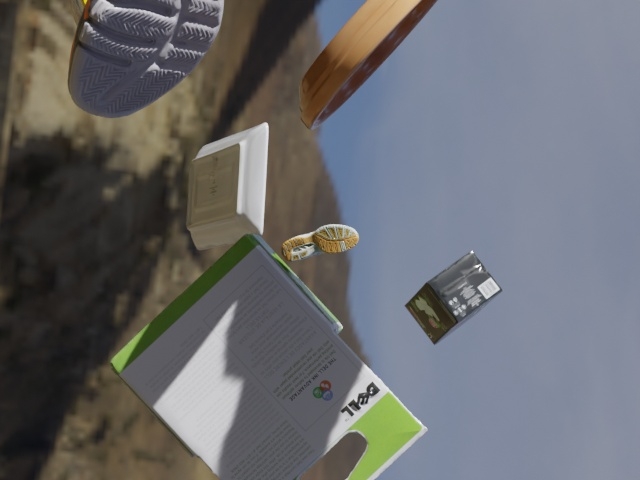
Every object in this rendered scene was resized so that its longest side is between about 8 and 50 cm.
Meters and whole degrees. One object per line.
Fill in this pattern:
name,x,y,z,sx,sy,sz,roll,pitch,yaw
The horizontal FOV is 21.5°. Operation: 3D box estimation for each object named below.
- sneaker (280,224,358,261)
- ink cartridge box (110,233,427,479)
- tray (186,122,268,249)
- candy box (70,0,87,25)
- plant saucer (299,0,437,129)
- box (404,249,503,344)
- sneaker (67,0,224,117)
sneaker,0.000,0.000,1.764,0.037,0.083,0.032,-38,117,-80
ink cartridge box,-0.048,0.148,1.639,0.189,0.255,0.097,-43,177,3
tray,-0.127,-0.067,2.178,0.270,0.030,0.145,170,-75,-68
candy box,-0.244,-0.235,1.819,0.206,0.027,0.105,130,-61,-80
plant saucer,0.046,-0.183,1.499,0.200,0.037,0.200,-47,178,-2
box,0.130,0.057,1.656,0.052,0.062,0.083,53,-22,7
sneaker,-0.162,-0.282,1.591,0.321,0.125,0.180,-59,-140,18
